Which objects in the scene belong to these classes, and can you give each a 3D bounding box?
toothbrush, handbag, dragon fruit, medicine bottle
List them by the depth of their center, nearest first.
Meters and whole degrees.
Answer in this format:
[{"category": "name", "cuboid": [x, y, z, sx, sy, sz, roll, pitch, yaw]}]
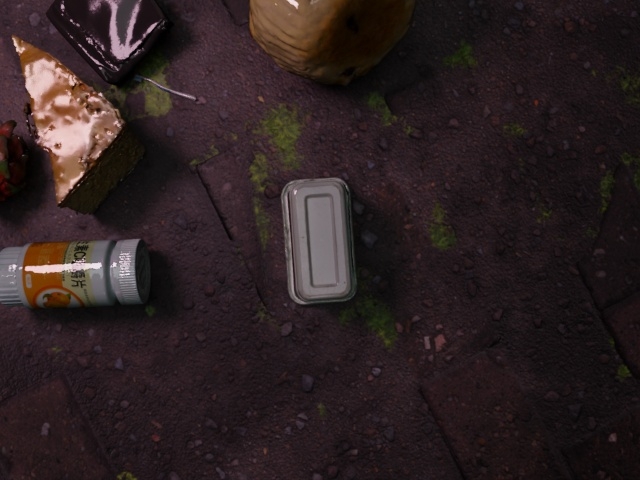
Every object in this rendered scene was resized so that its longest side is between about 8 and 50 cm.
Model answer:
[{"category": "dragon fruit", "cuboid": [-0.762, -0.170, 1.388, 0.188, 0.182, 0.182, -34, 91, -41]}, {"category": "medicine bottle", "cuboid": [-0.571, 0.079, 1.400, 0.318, 0.158, 0.158, -3, 90, -2]}, {"category": "handbag", "cuboid": [-0.497, -0.526, 1.431, 0.223, 0.080, 0.247, -42, 92, 9]}, {"category": "toothbrush", "cuboid": [-0.382, -0.377, 1.483, 0.162, 0.014, 0.017, 18, 75, -2]}]

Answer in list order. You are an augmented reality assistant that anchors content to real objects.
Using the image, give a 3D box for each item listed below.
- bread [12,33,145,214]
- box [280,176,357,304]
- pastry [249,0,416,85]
[{"category": "bread", "cuboid": [-0.591, -0.238, 1.362, 0.315, 0.248, 0.279, 31, 87, 2]}, {"category": "box", "cuboid": [0.000, 0.000, 1.413, 0.175, 0.182, 0.312, -4, 89, -3]}, {"category": "pastry", "cuboid": [0.015, -0.547, 1.335, 0.388, 0.388, 0.313, -30, 65, -2]}]
